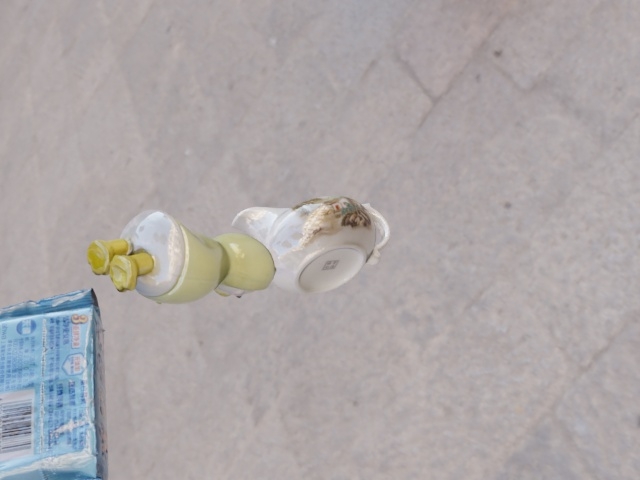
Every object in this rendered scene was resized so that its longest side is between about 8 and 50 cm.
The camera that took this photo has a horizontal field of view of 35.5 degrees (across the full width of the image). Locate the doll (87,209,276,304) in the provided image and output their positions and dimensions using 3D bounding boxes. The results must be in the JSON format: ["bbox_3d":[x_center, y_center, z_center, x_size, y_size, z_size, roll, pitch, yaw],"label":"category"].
[{"bbox_3d":[-0.163,0.035,1.321,0.141,0.296,0.117,21,92,40],"label":"doll"}]

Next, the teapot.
[{"bbox_3d":[0.000,0.000,1.699,0.204,0.298,0.139,-57,48,35],"label":"teapot"}]

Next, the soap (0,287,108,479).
[{"bbox_3d":[-0.350,0.205,1.274,0.077,0.156,0.293,86,176,-52],"label":"soap"}]
